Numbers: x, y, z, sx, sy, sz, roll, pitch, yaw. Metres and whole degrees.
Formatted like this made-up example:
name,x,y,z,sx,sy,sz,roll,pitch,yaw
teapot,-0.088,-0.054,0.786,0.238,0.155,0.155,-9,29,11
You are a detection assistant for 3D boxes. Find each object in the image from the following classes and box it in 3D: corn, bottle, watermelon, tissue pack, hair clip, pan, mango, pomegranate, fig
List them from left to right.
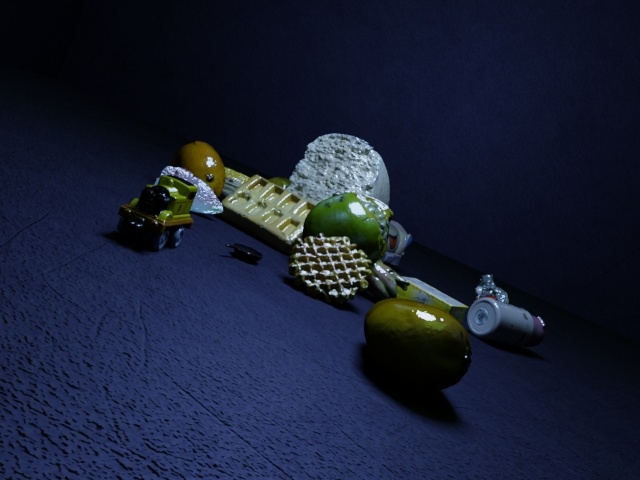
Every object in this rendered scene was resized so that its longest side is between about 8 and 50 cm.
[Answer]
name,x,y,z,sx,sy,sz,roll,pitch,yaw
watermelon,-0.333,-0.118,1.732,0.180,0.094,0.081,37,0,-19
mango,-0.345,-0.191,1.892,0.136,0.166,0.236,24,7,-37
corn,-0.252,-0.137,2.018,0.305,0.122,0.123,27,39,37
pan,-0.170,0.025,1.447,0.068,0.023,0.115,29,7,30
fig,-0.139,-0.110,2.187,0.147,0.186,0.142,6,43,28
pomegranate,0.090,0.023,1.666,0.302,0.236,0.236,59,17,11
mango,0.147,0.160,1.121,0.167,0.130,0.262,18,2,-7
tissue pack,0.280,0.158,1.765,0.176,0.062,0.095,30,12,36
hair clip,0.509,0.189,2.080,0.091,0.138,0.321,-6,7,5
bottle,0.501,0.225,1.804,0.233,0.110,0.110,19,9,-36

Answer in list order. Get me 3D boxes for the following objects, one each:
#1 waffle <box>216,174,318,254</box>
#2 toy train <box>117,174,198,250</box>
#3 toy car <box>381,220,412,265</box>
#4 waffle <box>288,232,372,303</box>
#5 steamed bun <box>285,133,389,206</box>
name,x,y,z,sx,sy,sz,roll,pitch,yaw
waffle,-0.130,-0.074,1.811,0.274,0.057,0.168,28,49,26
toy train,-0.293,-0.057,1.254,0.089,0.127,0.219,24,7,5
toy car,0.129,-0.072,2.260,0.336,0.226,0.242,28,8,35
waffle,0.021,0.056,1.447,0.191,0.038,0.191,10,45,-10
steamed bun,0.072,-0.167,2.012,0.290,0.272,0.273,33,8,33
